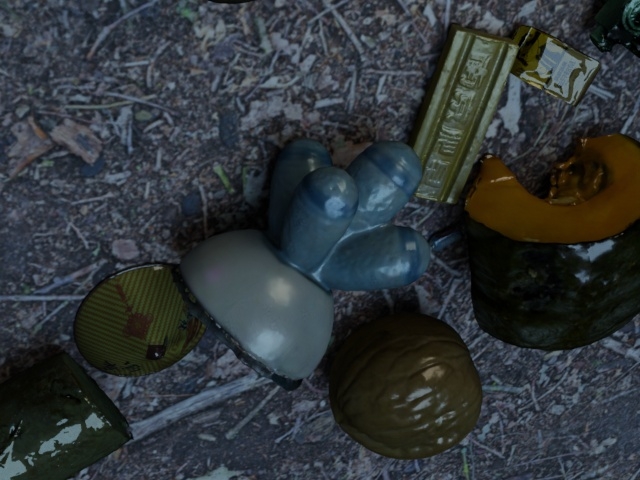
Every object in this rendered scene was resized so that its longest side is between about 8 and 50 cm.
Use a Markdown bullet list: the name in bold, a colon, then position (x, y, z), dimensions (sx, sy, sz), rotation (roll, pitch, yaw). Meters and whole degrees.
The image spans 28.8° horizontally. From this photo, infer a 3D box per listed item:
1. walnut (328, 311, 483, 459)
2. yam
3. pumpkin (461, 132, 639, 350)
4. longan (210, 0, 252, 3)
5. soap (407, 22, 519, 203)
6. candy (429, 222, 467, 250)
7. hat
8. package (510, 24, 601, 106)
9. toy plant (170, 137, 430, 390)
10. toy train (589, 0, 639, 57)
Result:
- **walnut**: position (0.122, 0.215, 1.820), dimensions (0.228, 0.228, 0.228), rotation (-13, 128, -17)
- **yam**: position (-0.412, 0.275, 1.633), dimensions (0.304, 0.168, 0.168), rotation (-29, 131, -5)
- **pumpkin**: position (0.350, 0.004, 1.746), dimensions (0.303, 0.256, 0.225), rotation (-12, 133, 1)
- **longan**: position (-0.108, -0.351, 1.329), dimensions (0.204, 0.159, 0.184), rotation (20, 100, 6)
- **soap**: position (0.178, -0.163, 1.666), dimensions (0.092, 0.037, 0.252), rotation (11, 119, -14)
- **candy**: position (0.186, -0.003, 1.812), dimensions (0.083, 0.020, 0.030), rotation (-29, 130, -3)
- **hat**: position (-0.228, 0.131, 1.669), dimensions (0.193, 0.082, 0.193), rotation (-13, 130, -17)
- **package**: position (0.305, -0.239, 1.676), dimensions (0.131, 0.047, 0.071), rotation (23, 111, -9)
- **toy plant**: position (0.000, 0.000, 1.599), dimensions (0.332, 0.247, 0.247), rotation (-46, 130, 6)
- **toy train**: position (0.476, -0.342, 1.641), dimensions (0.154, 0.115, 0.269), rotation (28, 107, -32)
